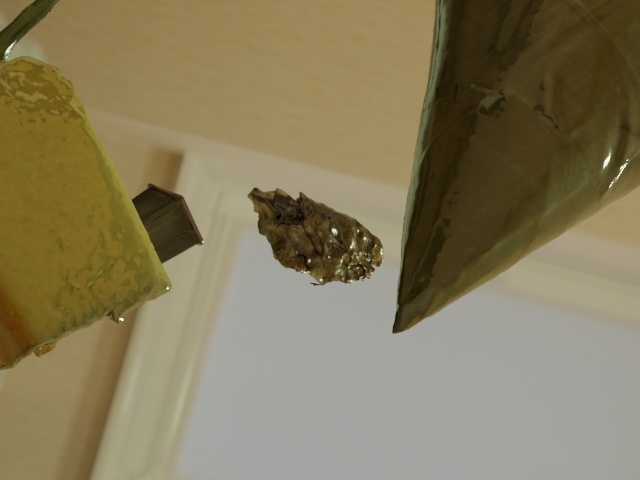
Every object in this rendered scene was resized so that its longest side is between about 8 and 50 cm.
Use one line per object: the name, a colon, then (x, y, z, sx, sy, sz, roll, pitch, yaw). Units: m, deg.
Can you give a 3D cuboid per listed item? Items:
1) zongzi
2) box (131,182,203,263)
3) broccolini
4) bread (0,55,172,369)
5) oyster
zongzi: (0.108, -0.179, 0.964, 0.393, 0.174, 0.356, -29, 99, -39)
box: (-0.167, -0.013, 1.683, 0.084, 0.063, 0.060, 22, -41, 58)
broccolini: (-0.228, -0.218, 1.497, 0.254, 0.071, 0.057, -50, -148, -14)
bread: (-0.284, 0.010, 1.132, 0.236, 0.263, 0.198, -21, -88, 59)
oyster: (0.004, -0.004, 1.477, 0.051, 0.103, 0.148, -46, 150, 17)
